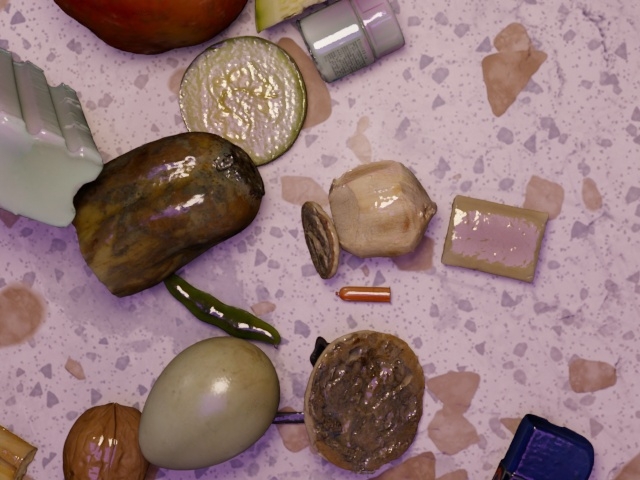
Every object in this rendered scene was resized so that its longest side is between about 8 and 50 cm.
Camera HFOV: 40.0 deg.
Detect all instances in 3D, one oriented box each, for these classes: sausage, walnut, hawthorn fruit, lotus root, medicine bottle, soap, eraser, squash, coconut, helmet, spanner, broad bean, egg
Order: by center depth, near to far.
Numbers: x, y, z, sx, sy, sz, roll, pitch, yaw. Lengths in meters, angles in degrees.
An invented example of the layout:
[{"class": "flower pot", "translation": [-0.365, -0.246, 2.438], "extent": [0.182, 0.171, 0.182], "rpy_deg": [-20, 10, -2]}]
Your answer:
[{"class": "hawthorn fruit", "translation": [-0.320, -0.515, 1.527], "extent": [0.403, 0.403, 0.402], "rpy_deg": [0, 93, 6]}, {"class": "soap", "translation": [-0.563, -0.211, 1.578], "extent": [0.261, 0.446, 0.156], "rpy_deg": [22, 107, -31]}, {"class": "coconut", "translation": [0.118, -0.054, 1.608], "extent": [0.194, 0.194, 0.194], "rpy_deg": [0, 93, 6]}, {"class": "squash", "translation": [-0.034, -0.514, 1.616], "extent": [0.237, 0.204, 0.155], "rpy_deg": [-21, 111, 10]}, {"class": "lotus root", "translation": [-0.278, -0.062, 1.619], "extent": [0.346, 0.250, 0.250], "rpy_deg": [-25, 90, 9]}, {"class": "medicine bottle", "translation": [0.057, -0.381, 1.619], "extent": [0.168, 0.135, 0.135], "rpy_deg": [-25, 90, 7]}, {"class": "egg", "translation": [-0.212, 0.310, 1.635], "extent": [0.295, 0.218, 0.218], "rpy_deg": [-41, 88, 5]}, {"class": "eraser", "translation": [0.387, 0.504, 1.642], "extent": [0.155, 0.101, 0.332], "rpy_deg": [24, 96, 4]}, {"class": "helmet", "translation": [0.024, 0.246, 1.676], "extent": [0.070, 0.098, 0.123], "rpy_deg": [7, 90, -21]}, {"class": "squash", "translation": [-0.149, -0.264, 1.688], "extent": [0.252, 0.049, 0.252], "rpy_deg": [0, 93, 6]}, {"class": "sausage", "translation": [0.082, 0.103, 1.690], "extent": [0.107, 0.031, 0.031], "rpy_deg": [1, 93, 7]}, {"class": "walnut", "translation": [-0.411, 0.413, 1.693], "extent": [0.167, 0.167, 0.207], "rpy_deg": [11, 91, 5]}, {"class": "broad bean", "translation": [-0.210, 0.136, 1.716], "extent": [0.297, 0.043, 0.060], "rpy_deg": [29, 85, 5]}, {"class": "spanner", "translation": [-0.030, 0.347, 1.721], "extent": [0.254, 0.015, 0.054], "rpy_deg": [-2, 90, 6]}]

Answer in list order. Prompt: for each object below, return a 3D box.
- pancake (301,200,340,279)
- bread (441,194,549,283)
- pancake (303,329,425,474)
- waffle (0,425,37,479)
[{"class": "pancake", "translation": [0.000, 0.000, 1.637], "extent": [0.028, 0.158, 0.158], "rpy_deg": [-16, 91, -19]}, {"class": "bread", "translation": [0.323, -0.005, 1.645], "extent": [0.178, 0.060, 0.139], "rpy_deg": [14, 93, 5]}, {"class": "pancake", "translation": [0.083, 0.298, 1.635], "extent": [0.282, 0.049, 0.282], "rpy_deg": [-5, 100, -26]}, {"class": "waffle", "translation": [-0.706, 0.501, 1.777], "extent": [0.168, 0.057, 0.274], "rpy_deg": [29, 95, 5]}]
